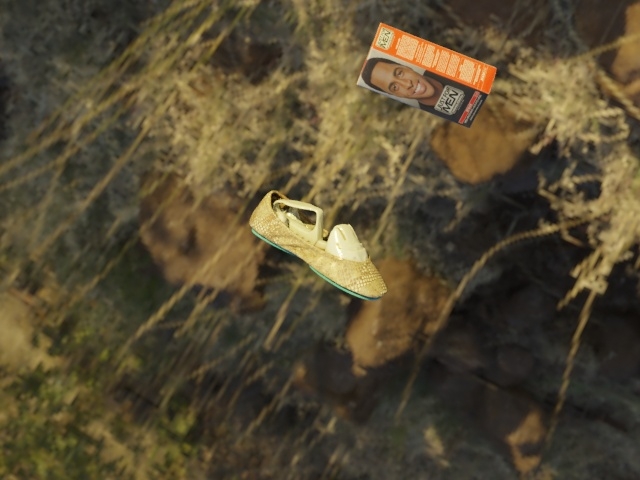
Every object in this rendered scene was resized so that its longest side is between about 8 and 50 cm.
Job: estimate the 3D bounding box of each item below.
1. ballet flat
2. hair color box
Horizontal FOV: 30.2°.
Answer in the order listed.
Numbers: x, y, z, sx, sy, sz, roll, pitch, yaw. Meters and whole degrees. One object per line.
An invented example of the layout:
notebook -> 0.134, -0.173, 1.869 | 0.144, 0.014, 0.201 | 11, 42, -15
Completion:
ballet flat -> 0.000, 0.000, 1.459 | 0.206, 0.073, 0.067 | 29, 116, 22
hair color box -> 0.119, -0.186, 1.343 | 0.141, 0.043, 0.072 | 21, 148, -1
